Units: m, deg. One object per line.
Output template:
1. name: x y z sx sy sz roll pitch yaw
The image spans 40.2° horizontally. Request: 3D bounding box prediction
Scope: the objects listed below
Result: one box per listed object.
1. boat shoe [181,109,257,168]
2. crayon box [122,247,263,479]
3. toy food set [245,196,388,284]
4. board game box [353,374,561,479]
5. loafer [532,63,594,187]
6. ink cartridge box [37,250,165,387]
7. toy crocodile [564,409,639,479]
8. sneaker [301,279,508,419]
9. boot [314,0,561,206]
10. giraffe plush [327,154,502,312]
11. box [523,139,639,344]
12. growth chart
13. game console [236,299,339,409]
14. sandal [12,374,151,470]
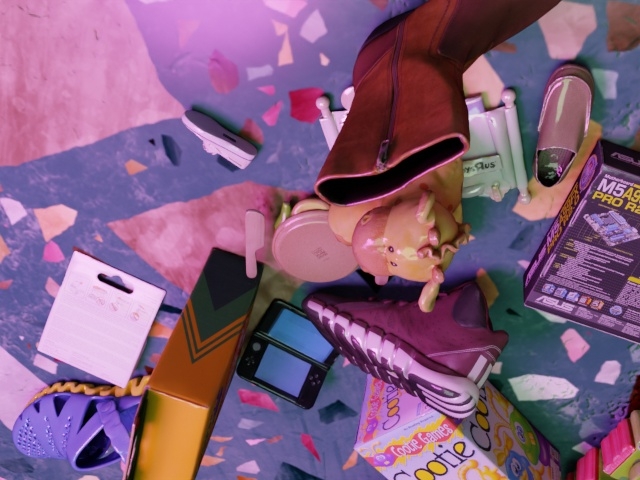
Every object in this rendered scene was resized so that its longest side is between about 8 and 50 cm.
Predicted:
1. boat shoe: -0.127 -0.119 1.053 0.100 0.035 0.035 29 125 -16
2. crayon box: -0.162 0.186 1.105 0.081 0.319 0.202 18 128 0
3. toy food set: 0.000 0.000 1.113 0.191 0.039 0.132 4 133 -3
4. board game box: 0.196 0.289 1.205 0.142 0.144 0.275 -33 113 31
5. loafer: 0.264 -0.118 0.947 0.056 0.050 0.148 6 127 9
6. ink cartridge box: -0.317 0.111 1.276 0.145 0.045 0.179 25 109 -4
7. toy crocodile: 0.400 0.325 1.200 0.105 0.115 0.341 24 128 -4
8. sneaker: 0.118 0.101 1.120 0.281 0.162 0.106 28 158 36
9. boot: 0.124 -0.168 0.798 0.264 0.280 0.096 -19 120 25
10. giraffe plush: 0.099 -0.013 0.955 0.210 0.170 0.181 -27 114 25
11. box: 0.402 0.025 1.014 0.270 0.060 0.216 18 127 0
12. growth chart: 0.120 -0.109 1.008 0.237 0.021 0.172 -2 125 15
13. game console: -0.039 0.160 1.216 0.122 0.107 0.071 28 155 -7
14. sandal: -0.357 0.296 1.350 0.317 0.138 0.126 -15 123 25
